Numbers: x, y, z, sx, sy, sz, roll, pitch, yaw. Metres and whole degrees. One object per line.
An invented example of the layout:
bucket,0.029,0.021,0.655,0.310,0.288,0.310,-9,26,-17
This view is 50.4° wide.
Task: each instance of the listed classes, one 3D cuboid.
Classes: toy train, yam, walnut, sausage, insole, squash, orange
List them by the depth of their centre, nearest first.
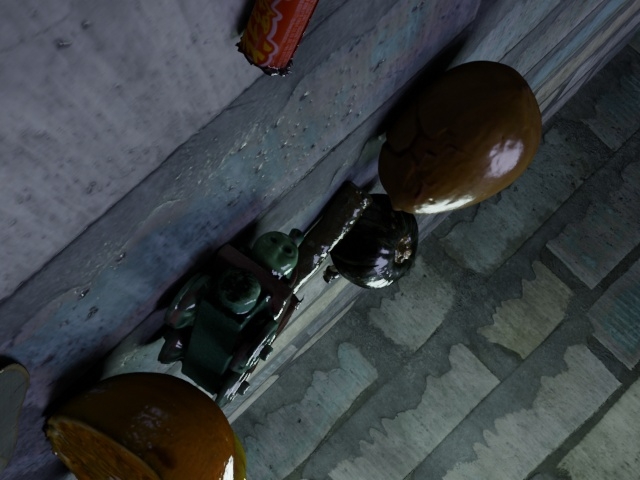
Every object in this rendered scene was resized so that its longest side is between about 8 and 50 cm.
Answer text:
sausage,-0.015,-0.185,0.478,0.048,0.050,0.145,10,141,-23
insole,-0.359,0.218,0.740,0.119,0.009,0.348,-58,-179,-40
orange,-0.239,0.300,0.908,0.274,0.274,0.310,-44,174,-5
toy train,-0.112,0.103,0.985,0.221,0.150,0.304,-49,173,-36
walnut,0.200,-0.140,1.049,0.298,0.203,0.203,-47,169,33
yam,0.000,0.000,1.190,0.253,0.061,0.061,-51,168,26
squash,0.102,0.003,1.292,0.193,0.156,0.193,2,90,-71

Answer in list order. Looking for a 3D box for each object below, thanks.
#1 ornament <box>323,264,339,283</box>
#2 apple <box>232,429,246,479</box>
ornament,0.089,0.025,1.536,0.203,0.088,0.081,-40,167,-12
apple,-0.261,0.438,1.204,0.301,0.301,0.301,-42,169,-10
